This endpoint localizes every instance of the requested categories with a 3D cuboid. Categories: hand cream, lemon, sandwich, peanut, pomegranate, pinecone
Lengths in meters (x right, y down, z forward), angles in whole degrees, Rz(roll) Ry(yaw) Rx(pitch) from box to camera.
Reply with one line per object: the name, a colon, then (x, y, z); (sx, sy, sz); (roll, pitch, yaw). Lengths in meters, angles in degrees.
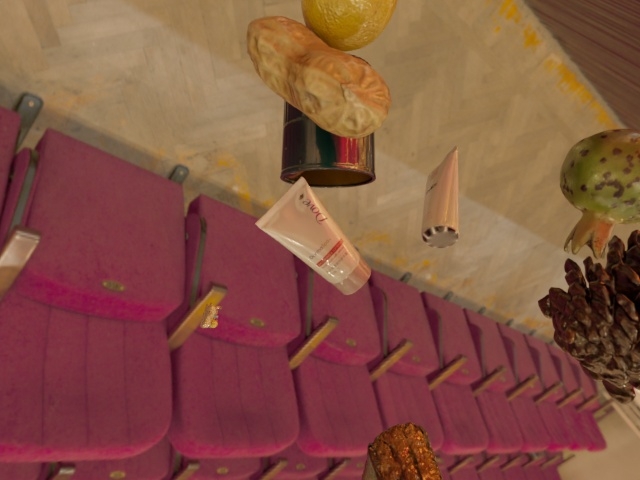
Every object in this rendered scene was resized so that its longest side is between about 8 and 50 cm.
hand cream: (0.000, 0.000, 0.996); (0.248, 0.083, 0.133); (44, 79, -19)
lemon: (0.056, -0.461, 0.921); (0.178, 0.178, 0.203); (3, 155, -31)
sandwich: (0.146, 0.454, 0.765); (0.095, 0.248, 0.273); (-13, 141, -9)
hand cream: (0.402, -0.142, 1.628); (0.118, 0.358, 0.185); (19, 143, -11)
peanut: (-0.014, -0.302, 0.891); (0.140, 0.325, 0.153); (-56, 166, 20)
pomegranate: (0.665, -0.103, 1.085); (0.231, 0.231, 0.285); (-4, 93, -26)
pinecone: (0.421, 0.095, 0.637); (0.202, 0.229, 0.201); (45, 81, -12)

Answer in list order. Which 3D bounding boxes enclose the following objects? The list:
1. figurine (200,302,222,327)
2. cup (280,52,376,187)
figurine: (-0.334, 0.236, 1.501); (0.051, 0.083, 0.047); (25, 155, -26)
cup: (0.047, -0.296, 1.251); (0.308, 0.291, 0.242); (1, 176, -26)
